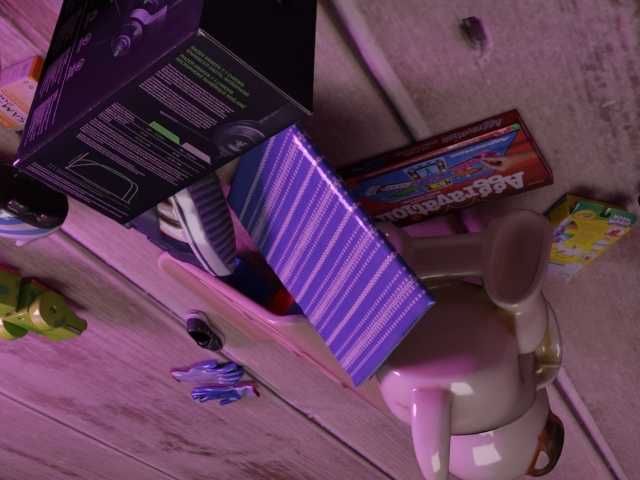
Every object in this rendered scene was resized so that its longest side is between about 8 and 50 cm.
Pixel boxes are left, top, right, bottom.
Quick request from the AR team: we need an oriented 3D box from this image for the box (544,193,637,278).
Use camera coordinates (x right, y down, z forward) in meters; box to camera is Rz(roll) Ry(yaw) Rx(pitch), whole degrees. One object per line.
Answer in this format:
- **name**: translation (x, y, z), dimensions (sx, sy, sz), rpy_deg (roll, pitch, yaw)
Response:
- **box**: translation (0.374, -0.010, 1.225), dimensions (0.105, 0.043, 0.179), rpy_deg (12, 148, -15)

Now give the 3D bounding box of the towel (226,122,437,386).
- **towel**: translation (0.000, 0.000, 1.041), dimensions (0.040, 0.336, 0.243), rpy_deg (-25, 159, -31)

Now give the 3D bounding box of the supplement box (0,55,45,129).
- **supplement box**: translation (-0.361, -0.177, 1.002), dimensions (0.098, 0.036, 0.062), rpy_deg (-15, 143, 25)

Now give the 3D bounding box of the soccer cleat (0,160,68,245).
- **soccer cleat**: translation (-0.501, -0.075, 1.094), dimensions (0.143, 0.116, 0.331), rpy_deg (-27, 138, 37)

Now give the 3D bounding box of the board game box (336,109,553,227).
- **board game box**: translation (0.159, -0.084, 1.133), dimensions (0.281, 0.027, 0.145), rpy_deg (-17, 144, 26)

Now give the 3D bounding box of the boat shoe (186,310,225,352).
- **boat shoe**: translation (-0.218, 0.181, 1.550), dimensions (0.049, 0.040, 0.142), rpy_deg (-7, 146, 13)

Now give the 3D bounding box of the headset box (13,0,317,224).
- **headset box**: translation (-0.133, -0.190, 0.780), dimensions (0.283, 0.246, 0.131), rpy_deg (-26, 138, 34)

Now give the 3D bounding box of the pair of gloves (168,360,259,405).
- **pair of gloves**: translation (-0.221, 0.305, 1.764), dimensions (0.159, 0.023, 0.198), rpy_deg (-7, 146, 16)

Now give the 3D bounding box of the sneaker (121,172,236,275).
- **sneaker**: translation (-0.215, -0.067, 1.091), dimensions (0.128, 0.126, 0.321), rpy_deg (-12, 135, 13)

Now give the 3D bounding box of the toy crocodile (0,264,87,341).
- **toy crocodile**: translation (-0.534, 0.090, 1.384), dimensions (0.115, 0.105, 0.340), rpy_deg (-18, 147, 30)

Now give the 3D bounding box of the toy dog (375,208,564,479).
- **toy dog**: translation (0.235, 0.204, 1.208), dimensions (0.285, 0.395, 0.408), rpy_deg (-13, 138, 14)

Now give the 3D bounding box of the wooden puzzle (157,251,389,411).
- **wooden puzzle**: translation (-0.058, 0.128, 1.331), dimensions (0.348, 0.080, 0.322), rpy_deg (20, 163, 44)

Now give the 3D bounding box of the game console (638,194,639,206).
- **game console**: translation (0.552, -0.127, 1.034), dimensions (0.213, 0.043, 0.361), rpy_deg (20, 143, -23)
